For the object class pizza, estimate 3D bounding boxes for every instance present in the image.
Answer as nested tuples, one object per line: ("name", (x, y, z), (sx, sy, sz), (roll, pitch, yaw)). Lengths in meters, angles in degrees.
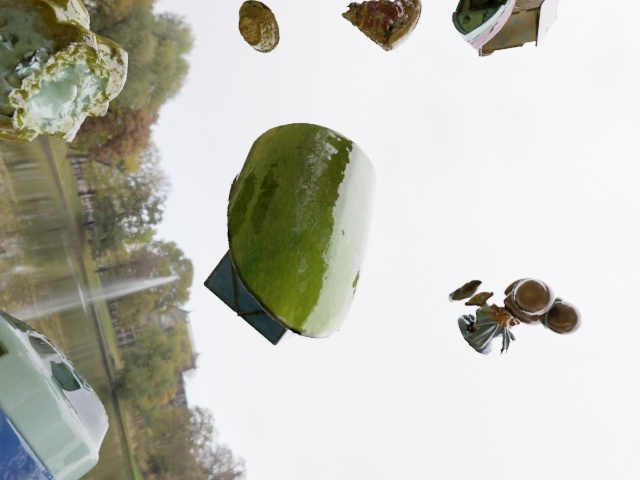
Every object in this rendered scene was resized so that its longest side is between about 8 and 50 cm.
("pizza", (0.139, -0.549, 1.000), (0.199, 0.188, 0.062), (20, -24, 18))

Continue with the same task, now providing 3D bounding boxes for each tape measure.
("tape measure", (-0.413, 0.221, 0.539), (0.262, 0.138, 0.259), (2, -60, 35))

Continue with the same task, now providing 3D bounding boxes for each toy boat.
("toy boat", (0.431, -0.659, 1.065), (0.145, 0.133, 0.331), (15, -99, 41))

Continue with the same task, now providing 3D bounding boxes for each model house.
("model house", (0.601, -0.708, 1.278), (0.169, 0.245, 0.326), (63, 24, -45))

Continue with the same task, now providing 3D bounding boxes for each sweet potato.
("sweet potato", (0.358, 0.134, 1.039), (0.153, 0.041, 0.038), (120, -31, -61))

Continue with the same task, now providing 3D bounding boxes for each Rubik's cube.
("Rubik's cube", (-0.086, 0.078, 0.903), (0.205, 0.205, 0.207), (38, 3, 11))

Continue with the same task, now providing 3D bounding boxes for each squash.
("squash", (-0.031, 0.003, 0.627), (0.210, 0.234, 0.308), (-20, -134, 47))

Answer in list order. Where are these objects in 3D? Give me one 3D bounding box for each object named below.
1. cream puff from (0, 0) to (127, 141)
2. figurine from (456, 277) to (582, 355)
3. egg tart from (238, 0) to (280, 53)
("cream puff", (-0.587, -0.350, 0.824), (0.274, 0.323, 0.270), (45, -11, -10))
("figurine", (0.727, 0.282, 1.560), (0.388, 0.277, 0.248), (-46, -158, 30))
("egg tart", (-0.158, -0.521, 1.011), (0.129, 0.049, 0.128), (24, -37, 19))
